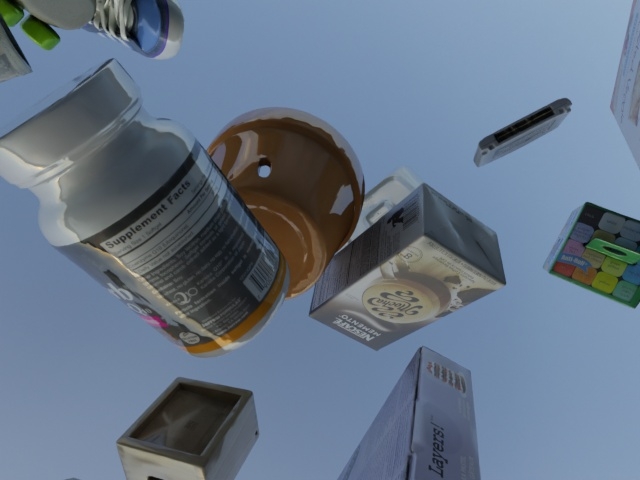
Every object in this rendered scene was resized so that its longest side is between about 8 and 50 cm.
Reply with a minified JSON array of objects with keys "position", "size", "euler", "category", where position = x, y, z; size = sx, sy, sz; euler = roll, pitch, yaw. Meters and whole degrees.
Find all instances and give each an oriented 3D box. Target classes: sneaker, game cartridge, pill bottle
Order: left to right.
[{"position":[-0.429,-0.433,0.773],"size":[0.236,0.130,0.323],"euler":[-13,-140,-45],"category":"sneaker"},{"position":[-0.161,-0.018,0.420],"size":[0.162,0.162,0.278],"euler":[-48,-52,-20],"category":"pill bottle"},{"position":[0.184,-0.098,0.390],"size":[0.083,0.056,0.017],"euler":[-27,-105,10],"category":"game cartridge"}]

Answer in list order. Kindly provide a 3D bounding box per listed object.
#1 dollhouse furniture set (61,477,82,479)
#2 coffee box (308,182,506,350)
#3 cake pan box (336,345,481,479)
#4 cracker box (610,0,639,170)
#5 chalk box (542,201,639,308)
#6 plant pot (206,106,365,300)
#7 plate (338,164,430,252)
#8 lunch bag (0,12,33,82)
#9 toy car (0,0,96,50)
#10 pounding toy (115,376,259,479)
[{"position":[-0.266,0.437,0.510],"size":[0.356,0.303,0.173],"euler":[0,-106,22],"category":"dollhouse furniture set"},{"position":[0.133,0.062,0.719],"size":[0.168,0.297,0.118],"euler":[29,-135,-19],"category":"coffee box"},{"position":[0.055,0.263,0.379],"size":[0.070,0.267,0.245],"euler":[25,-69,8],"category":"cake pan box"},{"position":[0.313,-0.157,0.355],"size":[0.232,0.067,0.155],"euler":[-54,-37,-50],"category":"cracker box"},{"position":[0.638,0.031,0.945],"size":[0.180,0.289,0.179],"euler":[27,-78,24],"category":"chalk box"},{"position":[-0.076,-0.041,0.669],"size":[0.291,0.291,0.203],"euler":[30,-148,-12],"category":"plant pot"},{"position":[0.151,-0.047,0.995],"size":[0.277,0.278,0.045],"euler":[-40,-52,8],"category":"plate"},{"position":[-0.433,-0.233,0.344],"size":[0.235,0.287,0.169],"euler":[-30,-119,-21],"category":"lunch bag"},{"position":[-0.438,-0.416,0.613],"size":[0.155,0.149,0.188],"euler":[-42,-92,3],"category":"toy car"},{"position":[-0.157,0.238,0.503],"size":[0.141,0.130,0.100],"euler":[4,-68,19],"category":"pounding toy"}]
